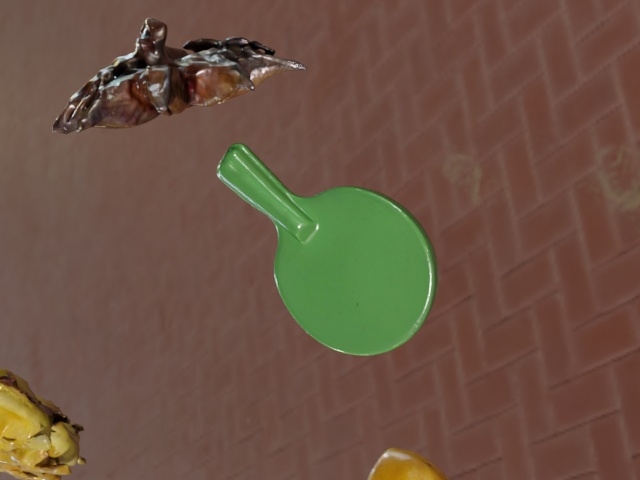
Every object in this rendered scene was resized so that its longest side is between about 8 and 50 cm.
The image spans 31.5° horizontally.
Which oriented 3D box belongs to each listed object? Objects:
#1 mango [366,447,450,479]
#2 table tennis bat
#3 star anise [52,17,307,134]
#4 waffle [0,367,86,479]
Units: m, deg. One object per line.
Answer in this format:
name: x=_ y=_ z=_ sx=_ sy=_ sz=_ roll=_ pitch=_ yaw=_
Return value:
mango: x=0.115 y=0.354 z=1.260 sx=0.154 sy=0.126 sz=0.252 roll=-30 pitch=76 yaw=58
table tennis bat: x=0.000 y=0.000 z=1.101 sx=0.257 sy=0.039 sz=0.160 roll=42 pitch=109 yaw=8
star anise: x=-0.153 y=-0.178 z=1.158 sx=0.272 sy=0.272 sz=0.102 roll=12 pitch=121 yaw=62
waffle: x=-0.378 y=0.101 z=1.011 sx=0.095 sy=0.382 sz=0.379 roll=-59 pitch=10 yaw=-21
